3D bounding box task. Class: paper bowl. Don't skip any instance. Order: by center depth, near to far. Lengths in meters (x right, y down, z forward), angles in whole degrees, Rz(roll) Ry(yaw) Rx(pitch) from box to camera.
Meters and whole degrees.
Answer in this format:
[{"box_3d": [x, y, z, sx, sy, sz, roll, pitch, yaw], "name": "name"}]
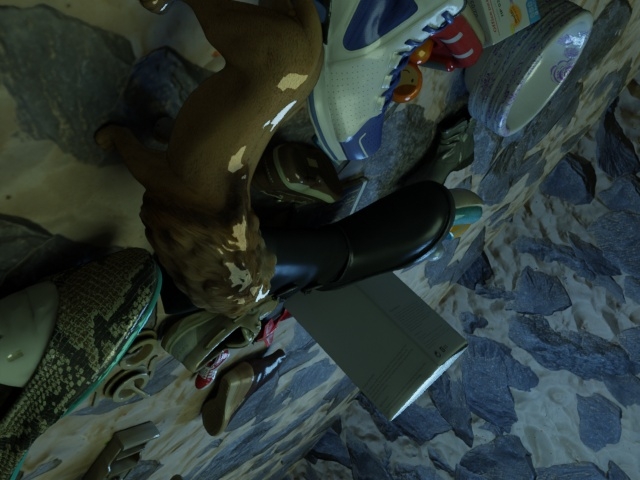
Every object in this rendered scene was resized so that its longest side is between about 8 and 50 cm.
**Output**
[{"box_3d": [0.421, -0.377, 1.086, 0.284, 0.148, 0.284, -37, 155, -20], "name": "paper bowl"}]

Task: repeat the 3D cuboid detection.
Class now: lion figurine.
[{"box_3d": [-0.092, -0.118, 0.516, 0.142, 0.240, 0.392, -17, 143, -49], "name": "lion figurine"}]

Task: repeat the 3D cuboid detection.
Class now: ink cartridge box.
[{"box_3d": [0.290, -0.395, 0.878, 0.181, 0.062, 0.104, -34, 111, -26], "name": "ink cartridge box"}]

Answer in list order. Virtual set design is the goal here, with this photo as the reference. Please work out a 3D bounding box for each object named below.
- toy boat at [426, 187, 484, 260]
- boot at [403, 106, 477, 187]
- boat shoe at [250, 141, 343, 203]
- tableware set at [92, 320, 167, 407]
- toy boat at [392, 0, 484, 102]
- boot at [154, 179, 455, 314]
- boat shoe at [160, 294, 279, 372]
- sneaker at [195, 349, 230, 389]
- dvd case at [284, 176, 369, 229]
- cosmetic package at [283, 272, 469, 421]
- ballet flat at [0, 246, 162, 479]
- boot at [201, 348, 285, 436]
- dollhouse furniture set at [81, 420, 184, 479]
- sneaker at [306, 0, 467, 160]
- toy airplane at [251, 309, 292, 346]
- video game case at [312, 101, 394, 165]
[{"box_3d": [0.307, -0.034, 1.393, 0.268, 0.148, 0.318, -15, 169, 4], "name": "toy boat"}, {"box_3d": [0.292, -0.219, 1.249, 0.246, 0.083, 0.161, -38, 144, -21], "name": "boot"}, {"box_3d": [-0.042, -0.104, 0.850, 0.095, 0.095, 0.257, -20, 169, 18], "name": "boat shoe"}, {"box_3d": [-0.341, 0.239, 0.937, 0.128, 0.039, 0.194, -21, 147, -45], "name": "tableware set"}, {"box_3d": [0.131, -0.272, 0.732, 0.231, 0.151, 0.151, 3, 108, -60], "name": "toy boat"}, {"box_3d": [-0.001, 0.001, 0.872, 0.367, 0.146, 0.445, -35, 159, 28], "name": "boot"}, {"box_3d": [-0.174, 0.175, 1.031, 0.302, 0.098, 0.109, -19, 145, -56], "name": "boat shoe"}, {"box_3d": [-0.257, 0.289, 1.160, 0.118, 0.042, 0.067, -55, 161, 1], "name": "sneaker"}, {"box_3d": [0.003, -0.043, 1.089, 0.221, 0.018, 0.164, -25, 149, -40], "name": "dvd case"}, {"box_3d": [0.114, 0.191, 1.198, 0.156, 0.385, 0.217, -15, 145, -49], "name": "cosmetic package"}, {"box_3d": [-0.399, 0.186, 0.632, 0.483, 0.164, 0.182, -49, 137, 11], "name": "ballet flat"}, {"box_3d": [-0.204, 0.415, 1.398, 0.207, 0.090, 0.248, -14, 138, -49], "name": "boot"}, {"box_3d": [-0.385, 0.553, 1.120, 0.161, 0.242, 0.212, -52, 157, 14], "name": "dollhouse furniture set"}, {"box_3d": [0.076, -0.231, 0.569, 0.127, 0.182, 0.315, -72, 158, -44], "name": "sneaker"}, {"box_3d": [-0.115, 0.213, 1.296, 0.151, 0.028, 0.151, -38, 157, -19], "name": "toy airplane"}, {"box_3d": [0.064, -0.217, 0.910, 0.166, 0.015, 0.119, -48, 157, 4], "name": "video game case"}]
